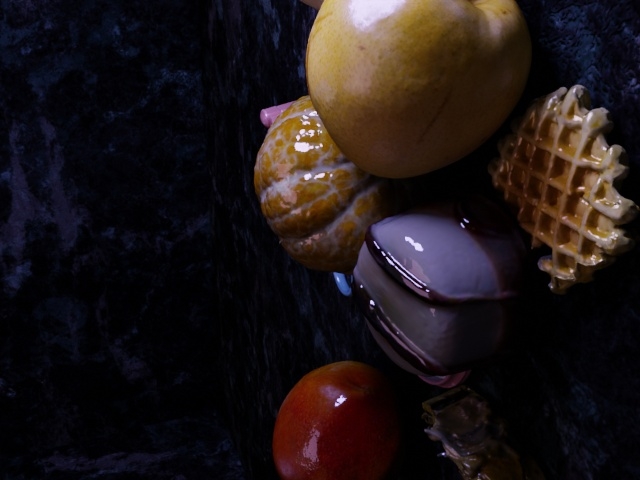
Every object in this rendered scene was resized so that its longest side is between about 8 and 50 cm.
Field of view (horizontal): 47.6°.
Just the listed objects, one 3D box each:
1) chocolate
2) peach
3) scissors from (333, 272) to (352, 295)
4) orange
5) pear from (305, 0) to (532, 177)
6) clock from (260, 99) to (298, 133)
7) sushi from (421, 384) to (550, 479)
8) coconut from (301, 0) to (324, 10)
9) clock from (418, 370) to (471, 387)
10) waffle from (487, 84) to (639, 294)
[{"bbox_3d":[0.155,0.064,1.044,0.283,0.186,0.284,171,90,-70],"label":"chocolate"},{"bbox_3d":[0.046,0.403,1.503,0.308,0.307,0.332,-118,32,-42],"label":"peach"},{"bbox_3d":[0.000,0.000,1.814,0.447,0.029,0.193,-150,54,-65],"label":"scissors"},{"bbox_3d":[0.040,-0.097,1.234,0.249,0.329,0.329,-15,84,48],"label":"orange"},{"bbox_3d":[0.125,-0.243,0.991,0.314,0.314,0.315,171,90,-70],"label":"pear"},{"bbox_3d":[-0.030,-0.182,1.687,0.227,0.142,0.241,-130,26,-56],"label":"clock"},{"bbox_3d":[0.250,0.349,1.142,0.291,0.139,0.131,-123,22,-44],"label":"sushi"},{"bbox_3d":[0.017,-0.513,1.111,0.352,0.352,0.353,171,90,-70],"label":"coconut"},{"bbox_3d":[0.201,0.142,1.289,0.244,0.056,0.245,169,90,-68],"label":"clock"},{"bbox_3d":[0.299,-0.063,0.937,0.261,0.056,0.250,124,133,-65],"label":"waffle"}]
